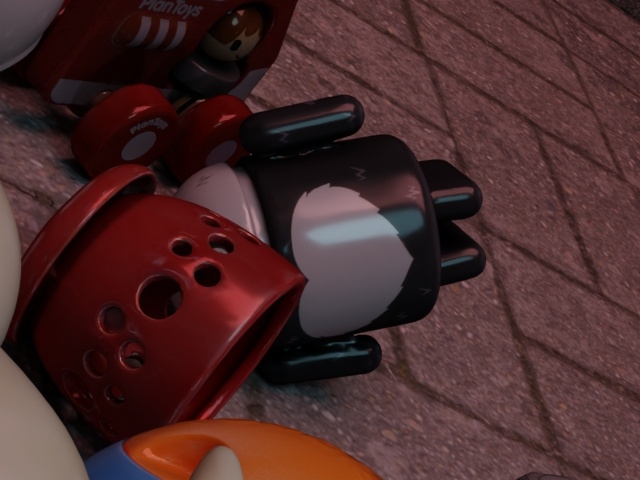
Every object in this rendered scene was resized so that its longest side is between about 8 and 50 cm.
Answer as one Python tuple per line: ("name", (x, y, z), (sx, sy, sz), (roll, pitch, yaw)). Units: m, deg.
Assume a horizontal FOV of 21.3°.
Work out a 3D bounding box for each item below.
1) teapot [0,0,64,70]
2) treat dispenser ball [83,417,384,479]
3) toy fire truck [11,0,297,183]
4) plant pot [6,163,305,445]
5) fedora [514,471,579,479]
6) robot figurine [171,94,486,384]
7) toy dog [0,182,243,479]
("teapot", (-0.322, -0.223, 1.468), (0.252, 0.187, 0.256), (22, 46, 28))
("treat dispenser ball", (-0.056, 0.245, 0.960), (0.288, 0.288, 0.288), (32, 27, -18))
("toy fire truck", (-0.131, -0.197, 1.602), (0.302, 0.254, 0.169), (-1, 48, -55))
("plant pot", (-0.134, 0.052, 1.284), (0.174, 0.191, 0.191), (37, 25, 6))
("fedora", (0.213, 0.275, 1.402), (0.275, 0.124, 0.244), (31, 4, -16))
("robot figurine", (0.001, 0.003, 1.476), (0.278, 0.173, 0.209), (-10, 72, -14))
("toy dog", (-0.257, 0.064, 0.860), (0.408, 0.395, 0.285), (-107, 180, -55))
